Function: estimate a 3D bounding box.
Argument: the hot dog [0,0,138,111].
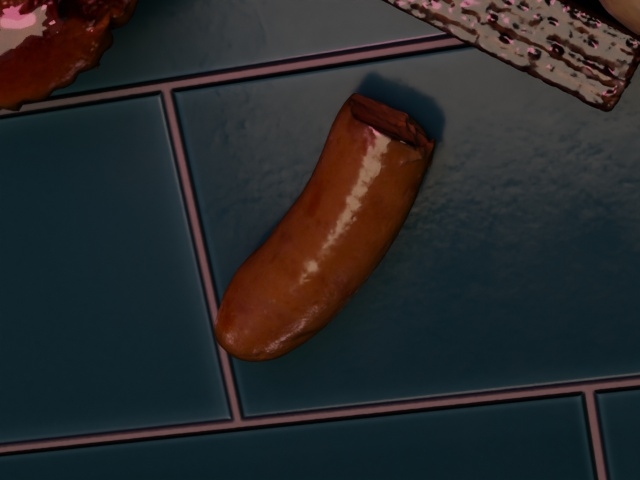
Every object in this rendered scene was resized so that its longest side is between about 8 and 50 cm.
[{"bbox_3d":[-0.303,-0.284,1.348,0.367,0.196,0.365,16,92,6],"label":"hot dog"}]

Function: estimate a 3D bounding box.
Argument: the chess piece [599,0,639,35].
[{"bbox_3d":[0.141,-0.368,1.252,0.442,0.234,0.234,35,111,-8],"label":"chess piece"}]

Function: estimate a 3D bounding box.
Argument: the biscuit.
[{"bbox_3d":[0.149,-0.196,1.388,0.252,0.106,0.070,27,109,1],"label":"biscuit"}]

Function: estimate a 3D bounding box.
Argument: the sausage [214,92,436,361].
[{"bbox_3d":[0.001,0.000,1.485,0.109,0.109,0.270,36,110,-2],"label":"sausage"}]
